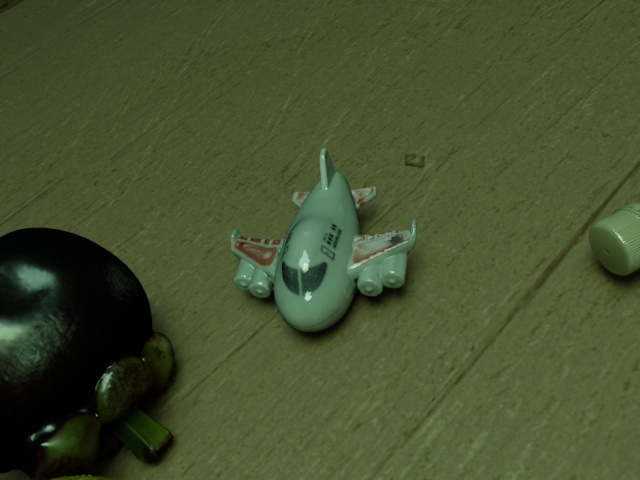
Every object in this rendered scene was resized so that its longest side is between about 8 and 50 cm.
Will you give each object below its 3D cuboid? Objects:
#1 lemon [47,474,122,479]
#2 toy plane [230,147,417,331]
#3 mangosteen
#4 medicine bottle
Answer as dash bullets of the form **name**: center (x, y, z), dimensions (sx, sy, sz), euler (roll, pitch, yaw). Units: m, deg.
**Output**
- **lemon**: center (-0.199, 0.322, 0.421), dimensions (0.310, 0.258, 0.258), euler (-40, 49, -23)
- **toy plane**: center (0.001, 0.003, 0.750), dimensions (0.252, 0.118, 0.252), euler (-10, 48, 12)
- **mangosteen**: center (-0.294, 0.142, 0.651), dimensions (0.302, 0.275, 0.275), euler (38, 62, 1)
- **medicine bottle**: center (0.428, -0.042, 0.651), dimensions (0.252, 0.114, 0.114), euler (-26, 46, -5)
